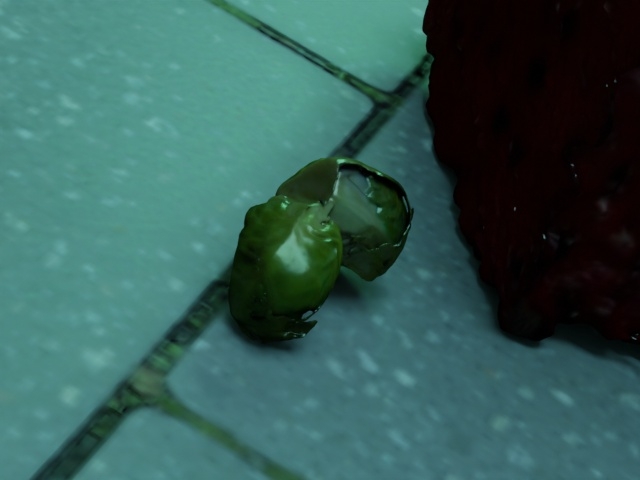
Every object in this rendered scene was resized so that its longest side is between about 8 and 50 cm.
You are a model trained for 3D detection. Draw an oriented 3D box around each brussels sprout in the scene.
[{"bbox_3d":[-0.001,-0.001,0.580,0.083,0.046,0.051,-37,110,-53],"label":"brussels sprout"}]

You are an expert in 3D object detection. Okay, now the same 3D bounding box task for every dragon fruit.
[{"bbox_3d":[0.213,-0.134,0.632,0.286,0.329,0.228,6,37,-8],"label":"dragon fruit"}]
